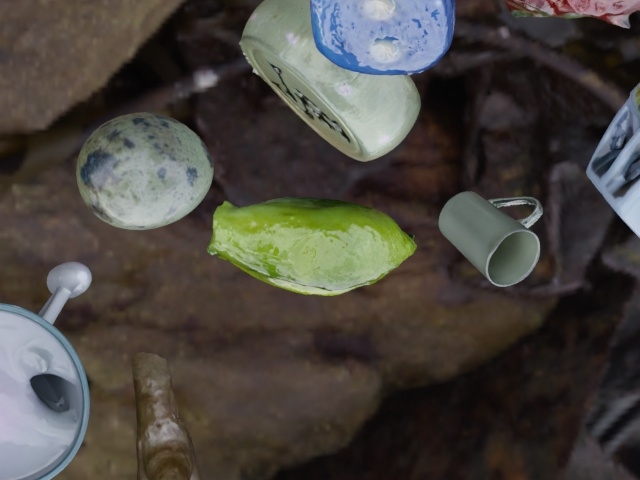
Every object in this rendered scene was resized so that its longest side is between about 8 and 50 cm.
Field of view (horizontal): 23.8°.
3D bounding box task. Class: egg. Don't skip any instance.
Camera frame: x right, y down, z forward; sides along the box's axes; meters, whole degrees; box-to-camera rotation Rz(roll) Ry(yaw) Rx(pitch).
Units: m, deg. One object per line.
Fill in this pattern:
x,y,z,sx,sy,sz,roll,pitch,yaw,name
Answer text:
-0.206,-0.084,1.815,0.181,0.141,0.141,-8,149,-45,egg

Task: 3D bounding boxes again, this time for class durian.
0.000,0.000,1.670,0.250,0.139,0.101,2,108,-16,durian

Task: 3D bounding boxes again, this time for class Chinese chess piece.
0.011,-0.210,1.932,0.101,0.250,0.250,-48,135,-8,Chinese chess piece

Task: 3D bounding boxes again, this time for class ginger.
-0.148,0.291,1.562,0.080,0.166,0.333,-5,114,-14,ginger

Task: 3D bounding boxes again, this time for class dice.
0.065,-0.259,1.530,0.143,0.146,0.146,2,143,5,dice

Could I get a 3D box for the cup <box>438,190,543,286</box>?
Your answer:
0.147,-0.012,1.301,0.054,0.083,0.075,11,112,-37,cup

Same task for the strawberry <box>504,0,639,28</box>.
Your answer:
0.235,-0.297,1.411,0.184,0.187,0.201,-7,110,16,strawberry

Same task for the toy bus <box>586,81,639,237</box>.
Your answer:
0.328,0.005,1.086,0.136,0.109,0.329,-41,118,13,toy bus

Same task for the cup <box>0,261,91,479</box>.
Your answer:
-0.304,0.142,1.354,0.167,0.300,0.173,39,160,-13,cup
